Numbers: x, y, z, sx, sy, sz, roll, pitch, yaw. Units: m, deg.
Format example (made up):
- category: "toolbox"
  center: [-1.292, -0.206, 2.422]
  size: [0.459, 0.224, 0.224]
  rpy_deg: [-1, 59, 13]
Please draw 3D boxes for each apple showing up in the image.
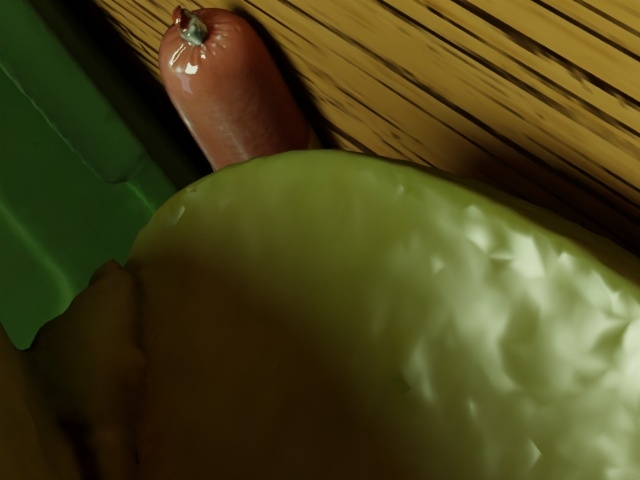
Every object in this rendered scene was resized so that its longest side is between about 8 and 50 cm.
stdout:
- category: "apple"
  center: [-0.011, 0.123, 0.345]
  size: [0.254, 0.292, 0.292]
  rpy_deg: [63, 176, 18]

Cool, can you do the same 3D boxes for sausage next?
- category: "sausage"
  center: [0.000, 0.000, 0.521]
  size: [0.029, 0.029, 0.223]
  rpy_deg: [38, 168, 34]

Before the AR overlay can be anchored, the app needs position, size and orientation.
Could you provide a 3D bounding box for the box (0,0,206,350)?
- category: "box"
  center: [-0.194, -0.054, 0.648]
  size: [0.253, 0.178, 0.328]
  rpy_deg: [29, 163, 51]
